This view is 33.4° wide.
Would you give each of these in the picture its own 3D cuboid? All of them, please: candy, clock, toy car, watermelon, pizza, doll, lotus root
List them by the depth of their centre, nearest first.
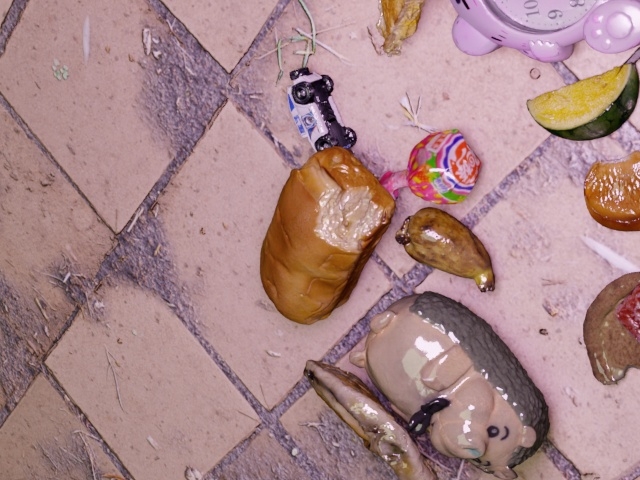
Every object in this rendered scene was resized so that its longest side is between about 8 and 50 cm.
[{"bbox_3d":[0.326,-0.407,1.549,0.322,0.113,0.295,-2,107,37],"label":"clock"},{"bbox_3d":[0.411,-0.193,1.625,0.181,0.075,0.092,-20,52,37],"label":"watermelon"},{"bbox_3d":[0.133,-0.412,1.681,0.288,0.075,0.280,97,166,-57],"label":"pizza"},{"bbox_3d":[0.224,0.246,1.800,0.349,0.247,0.247,39,126,12],"label":"doll"},{"bbox_3d":[0.224,0.015,1.809,0.190,0.094,0.108,30,163,10],"label":"lotus root"},{"bbox_3d":[0.117,-0.106,1.840,0.365,0.124,0.124,-7,104,45],"label":"candy"},{"bbox_3d":[-0.006,-0.224,1.876,0.070,0.080,0.171,-21,96,39],"label":"toy car"}]

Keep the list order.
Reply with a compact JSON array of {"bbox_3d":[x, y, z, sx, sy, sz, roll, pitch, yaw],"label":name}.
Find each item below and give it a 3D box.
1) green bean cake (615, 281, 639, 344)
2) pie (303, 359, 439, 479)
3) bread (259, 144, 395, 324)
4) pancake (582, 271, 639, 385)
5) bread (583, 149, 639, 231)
[{"bbox_3d":[0.530,0.113,1.607,0.135,0.056,0.135,45,127,12],"label":"green bean cake"},{"bbox_3d":[0.099,0.331,1.912,0.077,0.339,0.339,-44,78,-4],"label":"pie"},{"bbox_3d":[-0.006,0.000,1.874,0.195,0.149,0.344,45,144,18],"label":"bread"},{"bbox_3d":[0.552,0.177,1.674,0.286,0.033,0.288,-30,90,38],"label":"pancake"},{"bbox_3d":[0.467,-0.070,1.629,0.129,0.044,0.126,-8,102,40],"label":"bread"}]
